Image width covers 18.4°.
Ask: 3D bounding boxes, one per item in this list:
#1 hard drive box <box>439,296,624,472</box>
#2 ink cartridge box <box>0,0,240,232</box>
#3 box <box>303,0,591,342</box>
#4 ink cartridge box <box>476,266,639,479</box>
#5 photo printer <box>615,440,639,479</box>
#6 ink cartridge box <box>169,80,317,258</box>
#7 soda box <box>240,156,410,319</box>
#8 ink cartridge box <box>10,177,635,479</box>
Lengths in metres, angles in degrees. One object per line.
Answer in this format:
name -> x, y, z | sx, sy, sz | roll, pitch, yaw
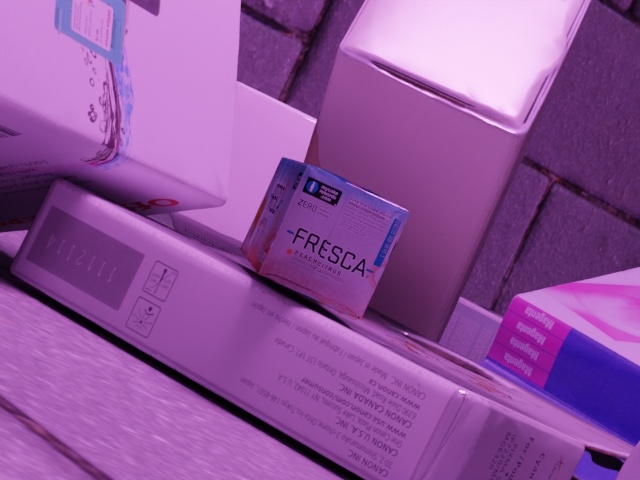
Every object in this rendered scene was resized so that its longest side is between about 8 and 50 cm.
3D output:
hard drive box -> 0.208, 0.137, 1.794 | 0.181, 0.089, 0.232 | 24, 2, -23
ink cartridge box -> -0.198, -0.132, 1.100 | 0.198, 0.197, 0.270 | -6, -17, 30
box -> 0.059, -0.041, 1.279 | 0.121, 0.148, 0.311 | 25, -40, 6
ink cartridge box -> 0.310, 0.121, 1.546 | 0.330, 0.071, 0.324 | -10, 31, -43
photo printer -> 0.299, 0.190, 0.839 | 0.307, 0.107, 0.256 | 26, 1, -20
ink cartridge box -> 0.000, 0.000, 1.588 | 0.207, 0.117, 0.283 | 25, -11, 5
soda box -> -0.001, -0.005, 1.050 | 0.058, 0.063, 0.183 | 24, 2, -7
ink cartridge box -> 0.017, 0.074, 1.088 | 0.296, 0.066, 0.261 | 27, 1, 36
